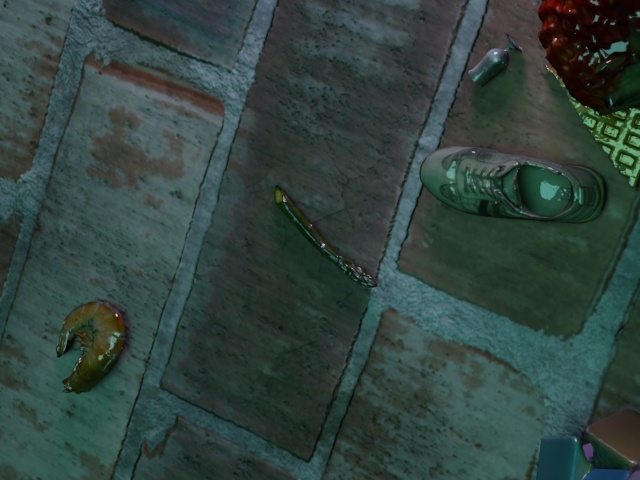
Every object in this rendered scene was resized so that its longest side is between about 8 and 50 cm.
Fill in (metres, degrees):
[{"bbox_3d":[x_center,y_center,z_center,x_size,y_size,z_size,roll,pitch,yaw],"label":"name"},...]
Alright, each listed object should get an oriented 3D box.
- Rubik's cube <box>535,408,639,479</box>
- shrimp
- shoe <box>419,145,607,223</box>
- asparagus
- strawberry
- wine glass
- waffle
[{"bbox_3d":[0.461,0.403,1.510,0.387,0.368,0.358,-17,92,65],"label":"Rubik's cube"},{"bbox_3d":[-0.408,0.188,2.023,0.132,0.051,0.187,46,106,32],"label":"shrimp"},{"bbox_3d":[0.270,-0.081,1.672,0.274,0.098,0.103,7,95,23],"label":"shoe"},{"bbox_3d":[0.001,-0.001,1.831,0.236,0.027,0.034,45,121,13],"label":"asparagus"},{"bbox_3d":[0.425,-0.355,1.492,0.312,0.267,0.351,-34,59,51],"label":"strawberry"},{"bbox_3d":[0.253,-0.263,1.687,0.083,0.042,0.039,-41,51,24],"label":"wine glass"},{"bbox_3d":[0.383,-0.162,1.652,0.191,0.032,0.125,24,107,21],"label":"waffle"}]
